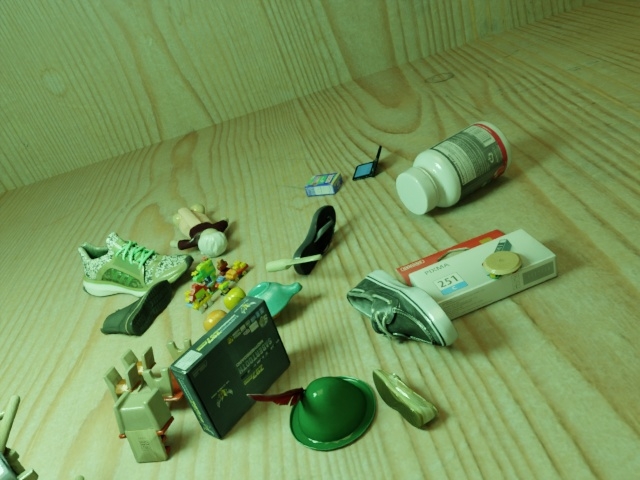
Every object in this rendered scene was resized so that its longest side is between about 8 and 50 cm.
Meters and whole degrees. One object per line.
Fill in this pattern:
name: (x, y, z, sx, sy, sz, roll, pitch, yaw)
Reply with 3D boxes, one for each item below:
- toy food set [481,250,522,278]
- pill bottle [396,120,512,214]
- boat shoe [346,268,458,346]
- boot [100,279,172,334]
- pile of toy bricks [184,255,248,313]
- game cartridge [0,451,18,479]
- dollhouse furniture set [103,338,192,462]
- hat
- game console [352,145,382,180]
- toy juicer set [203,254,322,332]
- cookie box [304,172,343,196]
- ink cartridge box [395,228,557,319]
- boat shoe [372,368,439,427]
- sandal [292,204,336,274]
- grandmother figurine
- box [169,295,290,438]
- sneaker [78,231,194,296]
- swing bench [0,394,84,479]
toy food set: (0.391, 0.050, 1.259, 0.082, 0.020, 0.083, -12, 32, 11)
pill bottle: (0.379, -0.203, 1.679, 0.318, 0.176, 0.176, -30, 31, -21)
boat shoe: (0.164, 0.163, 1.252, 0.119, 0.121, 0.335, -34, 21, -12)
boot: (-0.519, 0.185, 1.640, 0.137, 0.077, 0.198, -8, 29, 30)
pile of toy bricks: (-0.311, 0.096, 1.632, 0.118, 0.105, 0.212, 8, 38, 39)
game cartridge: (-0.579, 0.357, 0.859, 0.294, 0.060, 0.196, 14, 47, 46)
dollhouse furniture set: (-0.329, 0.331, 1.251, 0.262, 0.135, 0.259, -10, 18, 15)
hat: (-0.003, 0.263, 1.075, 0.173, 0.184, 0.208, -10, 29, 14)
game console: (0.164, -0.271, 2.039, 0.071, 0.107, 0.122, 16, 35, 2)
toy juicer set: (-0.149, 0.151, 1.475, 0.329, 0.089, 0.209, -41, 22, -21)
cookie box: (0.012, -0.194, 2.019, 0.107, 0.040, 0.092, -3, 31, 25)
ink cartridge box: (0.347, 0.053, 1.366, 0.296, 0.066, 0.261, -21, 30, -6)
boat shoe: (0.153, 0.286, 1.086, 0.048, 0.056, 0.153, -21, 28, -24)
sandal: (0.000, 0.001, 1.641, 0.054, 0.097, 0.254, -2, 43, 29)
grandmother figurine: (-0.394, -0.029, 1.914, 0.208, 0.104, 0.342, -37, 30, -14)
box: (-0.175, 0.255, 1.193, 0.059, 0.183, 0.232, 9, 38, 40)
sneaker: (-0.581, 0.062, 1.769, 0.410, 0.182, 0.158, -7, 30, 20)
swing bench: (-0.507, 0.446, 0.979, 0.165, 0.253, 0.254, -30, 30, -20)
